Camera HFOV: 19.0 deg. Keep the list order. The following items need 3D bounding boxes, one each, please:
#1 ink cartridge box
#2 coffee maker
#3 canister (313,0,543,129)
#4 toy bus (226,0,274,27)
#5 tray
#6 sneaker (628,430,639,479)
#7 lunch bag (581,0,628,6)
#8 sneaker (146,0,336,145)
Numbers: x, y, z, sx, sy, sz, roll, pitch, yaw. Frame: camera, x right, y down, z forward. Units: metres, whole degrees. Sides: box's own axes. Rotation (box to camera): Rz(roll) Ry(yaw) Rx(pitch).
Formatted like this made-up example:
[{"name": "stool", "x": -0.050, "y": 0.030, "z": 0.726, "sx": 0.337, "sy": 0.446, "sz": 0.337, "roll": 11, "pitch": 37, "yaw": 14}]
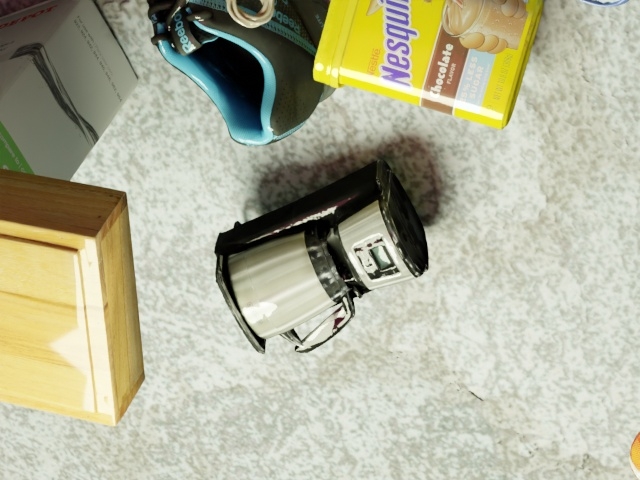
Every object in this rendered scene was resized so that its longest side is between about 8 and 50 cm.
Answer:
[{"name": "ink cartridge box", "x": -0.314, "y": -0.095, "z": 1.747, "sx": 0.198, "sy": 0.273, "sz": 0.114, "roll": -14, "pitch": 119, "yaw": 30}, {"name": "coffee maker", "x": 0.000, "y": 0.000, "z": 1.774, "sx": 0.178, "sy": 0.171, "sz": 0.120, "roll": -24, "pitch": 136, "yaw": 12}, {"name": "canister", "x": 0.093, "y": -0.173, "z": 1.632, "sx": 0.170, "sy": 0.073, "sz": 0.126, "roll": 17, "pitch": 100, "yaw": 9}, {"name": "toy bus", "x": -0.042, "y": -0.300, "z": 1.544, "sx": 0.191, "sy": 0.104, "sz": 0.202, "roll": -39, "pitch": 102, "yaw": -1}, {"name": "tray", "x": -0.359, "y": 0.025, "z": 1.628, "sx": 0.411, "sy": 0.076, "sz": 0.202, "roll": 11, "pitch": 128, "yaw": 15}, {"name": "sneaker", "x": 0.380, "y": 0.220, "z": 1.812, "sx": 0.175, "sy": 0.064, "sz": 0.067, "roll": 19, "pitch": 118, "yaw": 6}, {"name": "lunch bag", "x": 0.177, "y": -0.290, "z": 1.524, "sx": 0.219, "sy": 0.090, "sz": 0.176, "roll": 24, "pitch": 132, "yaw": 7}, {"name": "sneaker", "x": -0.105, "y": -0.236, "z": 1.645, "sx": 0.125, "sy": 0.139, "sz": 0.341, "roll": -27, "pitch": 108, "yaw": 37}]
